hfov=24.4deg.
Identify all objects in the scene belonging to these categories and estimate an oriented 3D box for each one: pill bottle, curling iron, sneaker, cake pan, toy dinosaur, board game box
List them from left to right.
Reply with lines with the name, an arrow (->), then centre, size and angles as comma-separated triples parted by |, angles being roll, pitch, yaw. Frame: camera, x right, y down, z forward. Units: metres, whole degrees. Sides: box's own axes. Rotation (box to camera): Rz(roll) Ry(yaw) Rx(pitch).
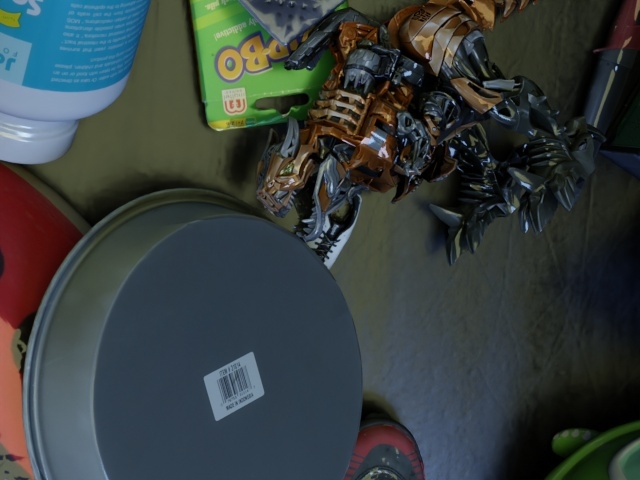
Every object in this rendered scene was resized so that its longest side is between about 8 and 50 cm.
pill bottle -> -0.189, -0.186, 1.035 | 0.146, 0.146, 0.264 | 14, 123, -11
cake pan -> -0.076, 0.107, 1.065 | 0.293, 0.054, 0.293 | 3, 86, -43
board game box -> -0.046, -0.220, 1.149 | 0.124, 0.039, 0.260 | -8, 94, -9
sneaker -> 0.000, 0.000, 1.176 | 0.040, 0.044, 0.109 | 22, 93, -14
sneaker -> 0.040, 0.279, 1.166 | 0.097, 0.135, 0.276 | 8, 93, -9
toy dinosaur -> 0.097, -0.108, 1.123 | 0.322, 0.164, 0.218 | -43, 98, -4
curling iron -> 0.232, -0.162, 1.201 | 0.068, 0.035, 0.274 | 7, 104, -30

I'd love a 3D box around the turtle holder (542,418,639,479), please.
turtle holder -> 0.324, 0.279, 1.169 | 0.320, 0.227, 0.243 | 28, 90, -11

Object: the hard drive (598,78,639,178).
hard drive -> 0.360, -0.190, 1.124 | 0.064, 0.237, 0.339 | 33, 89, -11

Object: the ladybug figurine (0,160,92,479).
ladybug figurine -> -0.281, 0.092, 1.074 | 0.449, 0.162, 0.305 | 43, 87, -12

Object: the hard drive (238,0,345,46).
hard drive -> -0.046, -0.285, 1.092 | 0.172, 0.054, 0.255 | -38, 92, -7
